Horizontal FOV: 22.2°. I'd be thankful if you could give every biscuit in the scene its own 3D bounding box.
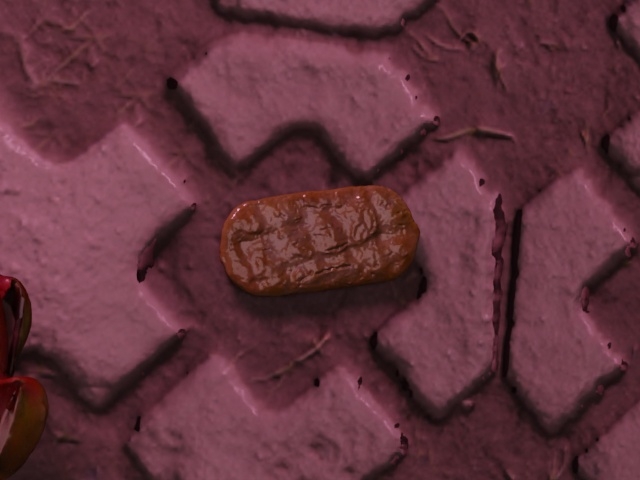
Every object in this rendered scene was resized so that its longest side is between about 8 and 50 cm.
[{"bbox_3d":[0.000,0.000,1.151,0.147,0.018,0.071,-7,90,-16],"label":"biscuit"}]

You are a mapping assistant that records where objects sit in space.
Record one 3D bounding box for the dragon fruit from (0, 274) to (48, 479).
[{"bbox_3d":[-0.294,0.050,0.953,0.307,0.227,0.243,44,51,3],"label":"dragon fruit"}]
